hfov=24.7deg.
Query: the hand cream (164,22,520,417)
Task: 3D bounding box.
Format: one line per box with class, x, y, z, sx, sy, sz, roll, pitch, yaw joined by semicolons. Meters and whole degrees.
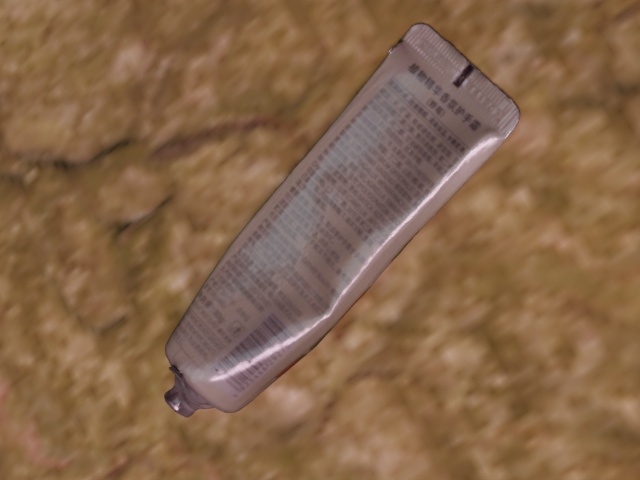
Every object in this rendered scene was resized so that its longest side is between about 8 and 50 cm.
hand cream;0.000;0.000;0.521;0.165;0.037;0.057;-49;63;10
